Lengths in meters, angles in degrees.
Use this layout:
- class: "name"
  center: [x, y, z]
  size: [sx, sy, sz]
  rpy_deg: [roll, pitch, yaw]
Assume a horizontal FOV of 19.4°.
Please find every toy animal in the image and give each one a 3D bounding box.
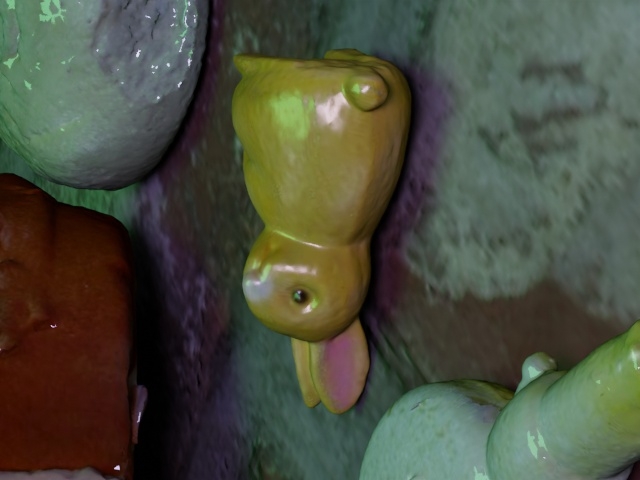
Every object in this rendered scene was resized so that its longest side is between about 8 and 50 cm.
- class: "toy animal"
  center: [0.000, 0.001, 0.786]
  size: [0.083, 0.070, 0.159]
  rpy_deg: [32, 121, 58]

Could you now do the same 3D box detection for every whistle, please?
- class: "whistle"
  center: [0.067, 0.082, 0.650]
  size: [0.198, 0.057, 0.104]
  rpy_deg: [-49, 47, 53]

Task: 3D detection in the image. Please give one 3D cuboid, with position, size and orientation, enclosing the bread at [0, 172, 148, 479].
- class: "bread"
  center: [-0.171, 0.138, 1.001]
  size: [0.295, 0.114, 0.327]
  rpy_deg: [118, 154, -58]

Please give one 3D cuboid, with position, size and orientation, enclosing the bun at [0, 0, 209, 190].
- class: "bun"
  center: [-0.141, -0.134, 1.021]
  size: [0.221, 0.108, 0.221]
  rpy_deg: [-9, 80, 62]
